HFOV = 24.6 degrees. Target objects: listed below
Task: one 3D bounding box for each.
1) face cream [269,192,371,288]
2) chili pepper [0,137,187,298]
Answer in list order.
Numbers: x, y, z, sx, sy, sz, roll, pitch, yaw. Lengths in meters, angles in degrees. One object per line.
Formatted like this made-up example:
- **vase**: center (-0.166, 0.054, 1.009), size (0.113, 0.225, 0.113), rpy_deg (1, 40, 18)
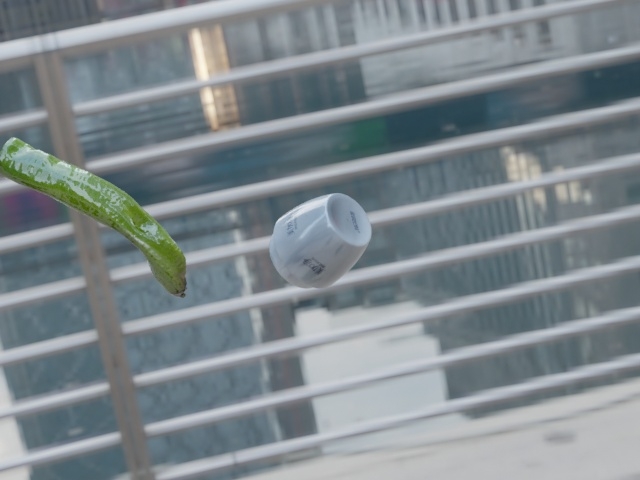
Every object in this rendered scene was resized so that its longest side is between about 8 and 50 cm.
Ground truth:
- **face cream**: center (0.000, 0.000, 1.551), size (0.095, 0.091, 0.091), rpy_deg (-37, -7, 38)
- **chili pepper**: center (-0.189, -0.024, 1.271), size (0.050, 0.202, 0.052), rpy_deg (-56, 5, -7)
